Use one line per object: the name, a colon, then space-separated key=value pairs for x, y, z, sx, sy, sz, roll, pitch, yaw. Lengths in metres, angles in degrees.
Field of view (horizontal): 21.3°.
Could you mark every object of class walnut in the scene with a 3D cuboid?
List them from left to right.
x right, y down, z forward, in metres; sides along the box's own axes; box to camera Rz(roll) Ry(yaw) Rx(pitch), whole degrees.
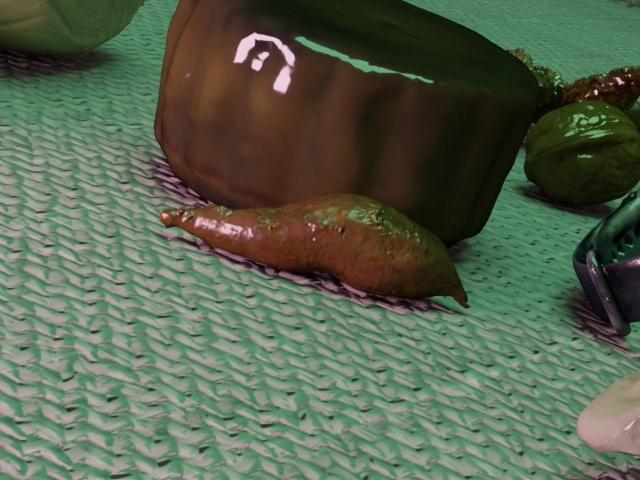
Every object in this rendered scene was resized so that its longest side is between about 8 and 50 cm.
walnut: x=0.245 y=-0.080 z=1.593 sx=0.124 sy=0.105 sz=0.105 roll=-4 pitch=23 yaw=-23

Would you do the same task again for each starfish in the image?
starfish: x=0.231 y=-0.148 z=1.788 sx=0.312 sy=0.113 sz=0.303 roll=15 pitch=11 yaw=29

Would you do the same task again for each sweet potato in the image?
sweet potato: x=0.003 y=-0.005 z=1.168 sx=0.226 sy=0.068 sz=0.068 roll=14 pitch=16 yaw=-5

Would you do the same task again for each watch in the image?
watch: x=0.277 y=-0.002 z=1.265 sx=0.206 sy=0.068 sz=0.193 roll=-33 pitch=12 yaw=-39

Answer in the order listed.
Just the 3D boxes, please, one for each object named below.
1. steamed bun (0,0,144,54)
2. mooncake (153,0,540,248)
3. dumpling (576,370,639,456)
steamed bun: x=-0.303 y=-0.282 z=1.539 sx=0.290 sy=0.273 sz=0.272 roll=21 pitch=60 yaw=25
mooncake: x=0.016 y=-0.098 z=1.317 sx=0.290 sy=0.161 sz=0.290 roll=16 pitch=18 yaw=-5
dumpling: x=0.311 y=0.085 z=0.944 sx=0.318 sy=0.187 sz=0.243 roll=15 pitch=20 yaw=6
